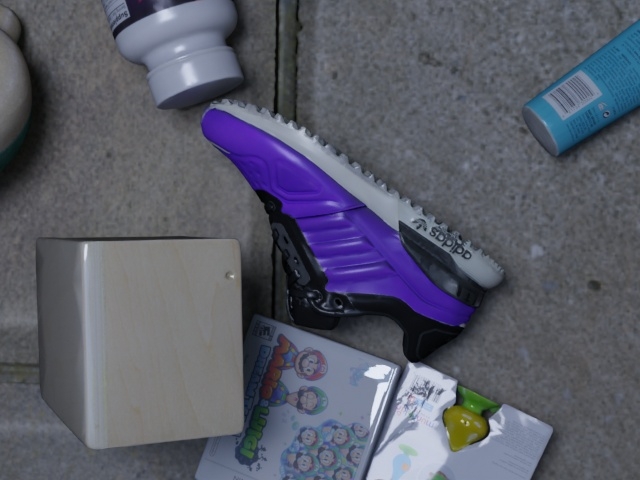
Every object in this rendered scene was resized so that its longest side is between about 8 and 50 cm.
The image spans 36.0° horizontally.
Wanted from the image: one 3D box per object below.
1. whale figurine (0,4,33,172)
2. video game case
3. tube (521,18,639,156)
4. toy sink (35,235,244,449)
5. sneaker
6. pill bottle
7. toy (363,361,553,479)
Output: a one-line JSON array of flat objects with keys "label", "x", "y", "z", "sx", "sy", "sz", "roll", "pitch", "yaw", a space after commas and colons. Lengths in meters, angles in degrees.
[{"label": "whale figurine", "x": -0.367, "y": -0.150, "z": 0.863, "sx": 0.216, "sy": 0.141, "sz": 0.272, "roll": -26, "pitch": 66, "yaw": -29}, {"label": "video game case", "x": -0.020, "y": 0.160, "z": 0.861, "sx": 0.143, "sy": 0.019, "sz": 0.157, "roll": 18, "pitch": 84, "yaw": 18}, {"label": "tube", "x": 0.272, "y": -0.150, "z": 0.840, "sx": 0.207, "sy": 0.052, "sz": 0.080, "roll": -33, "pitch": 93, "yaw": 0}, {"label": "toy sink", "x": -0.155, "y": 0.072, "z": 0.828, "sx": 0.131, "sy": 0.234, "sz": 0.152, "roll": -2, "pitch": 91, "yaw": -24}, {"label": "sneaker", "x": 0.000, "y": 0.000, "z": 0.839, "sx": 0.293, "sy": 0.102, "sz": 0.146, "roll": 35, "pitch": 95, "yaw": 3}, {"label": "pill bottle", "x": -0.134, "y": -0.216, "z": 0.842, "sx": 0.108, "sy": 0.108, "sz": 0.193, "roll": -19, "pitch": 90, "yaw": 5}, {"label": "toy", "x": 0.090, "y": 0.239, "z": 0.860, "sx": 0.137, "sy": 0.056, "sz": 0.237, "roll": 25, "pitch": 88, "yaw": 13}]
